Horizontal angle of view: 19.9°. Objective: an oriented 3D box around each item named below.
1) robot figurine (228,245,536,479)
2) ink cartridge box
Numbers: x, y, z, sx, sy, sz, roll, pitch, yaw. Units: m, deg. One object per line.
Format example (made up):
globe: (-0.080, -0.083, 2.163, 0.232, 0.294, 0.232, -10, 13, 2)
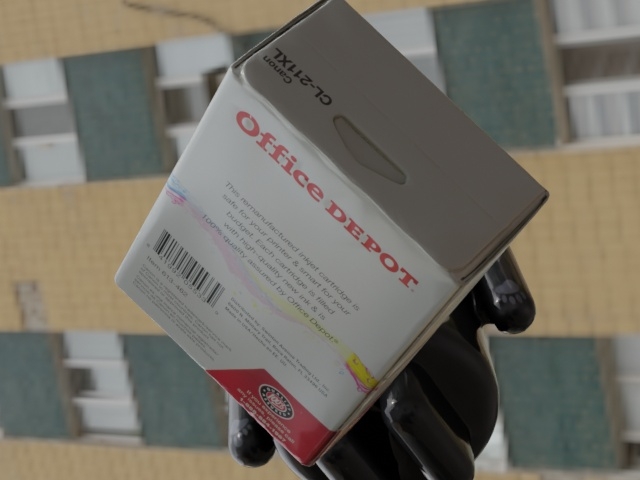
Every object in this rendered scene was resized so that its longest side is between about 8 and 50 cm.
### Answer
robot figurine: (0.041, 0.085, 1.368, 0.278, 0.209, 0.174, -101, 17, -55)
ink cartridge box: (0.000, 0.000, 0.784, 0.127, 0.175, 0.072, 44, -128, 6)
